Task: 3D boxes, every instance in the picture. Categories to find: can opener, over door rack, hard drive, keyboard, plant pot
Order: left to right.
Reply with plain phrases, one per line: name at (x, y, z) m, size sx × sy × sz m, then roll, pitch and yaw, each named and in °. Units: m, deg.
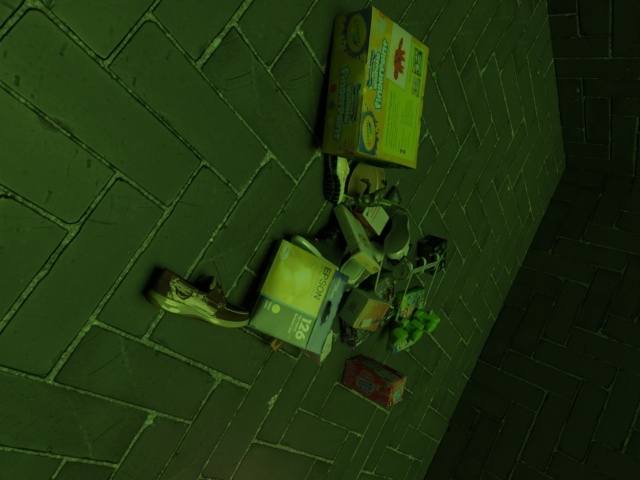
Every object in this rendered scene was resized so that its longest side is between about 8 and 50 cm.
plant pot at (0.173, -0.212, 1.755) m, size 0.236 × 0.032 × 0.237 m, roll -20°, pitch 118°, yaw -43°
keyboard at (0.258, 0.103, 1.903) m, size 0.072 × 0.014 × 0.256 m, roll 95°, pitch 11°, yaw -58°
hard drive at (0.302, -0.157, 1.928) m, size 0.135 × 0.022 × 0.094 m, roll -53°, pitch 137°, yaw -20°
can opener at (0.385, 0.059, 2.082) m, size 0.186 × 0.073 × 0.059 m, roll -40°, pitch 124°, yaw -44°
over door rack at (0.453, 0.227, 2.144) m, size 0.239 × 0.108 × 0.325 m, roll -13°, pitch 115°, yaw -39°

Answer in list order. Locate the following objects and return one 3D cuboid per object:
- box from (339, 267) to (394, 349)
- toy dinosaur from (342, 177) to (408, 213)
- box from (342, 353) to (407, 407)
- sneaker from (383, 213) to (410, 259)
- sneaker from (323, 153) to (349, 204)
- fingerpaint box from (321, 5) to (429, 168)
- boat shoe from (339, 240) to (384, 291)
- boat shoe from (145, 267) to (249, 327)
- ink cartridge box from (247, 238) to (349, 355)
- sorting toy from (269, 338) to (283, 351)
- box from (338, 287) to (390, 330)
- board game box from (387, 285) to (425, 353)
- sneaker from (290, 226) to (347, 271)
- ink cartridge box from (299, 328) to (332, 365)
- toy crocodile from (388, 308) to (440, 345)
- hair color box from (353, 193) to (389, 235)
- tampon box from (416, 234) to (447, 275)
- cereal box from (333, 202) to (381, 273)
box at (0.211, 0.295, 1.958) m, size 0.307 × 0.076 × 0.243 m, roll -31°, pitch 126°, yaw -38°
toy dinosaur at (0.201, -0.172, 1.670) m, size 0.267 × 0.064 × 0.118 m, roll 6°, pitch 82°, yaw -7°
box at (0.239, 0.620, 1.976) m, size 0.128 × 0.256 × 0.123 m, roll -1°, pitch 103°, yaw -48°
sneaker at (0.341, 0.030, 1.924) m, size 0.293 × 0.107 × 0.169 m, roll -62°, pitch 149°, yaw -51°
sneaker at (0.069, -0.232, 1.591) m, size 0.094 × 0.081 × 0.209 m, roll -17°, pitch 117°, yaw -46°
fingerpaint box at (0.197, -0.495, 1.536) m, size 0.370 × 0.163 × 0.446 m, roll 1°, pitch 95°, yaw -49°
boat shoe at (0.163, 0.102, 1.813) m, size 0.305 × 0.109 × 0.091 m, roll -38°, pitch 155°, yaw -45°
boat shoe at (-0.324, 0.161, 1.272) m, size 0.341 × 0.123 × 0.123 m, roll 28°, pitch 84°, yaw -44°
ink cartridge box at (-0.063, 0.197, 1.494) m, size 0.307 × 0.072 × 0.304 m, roll 26°, pitch 75°, yaw -19°
sorting toy at (-0.077, 0.249, 1.617) m, size 0.347 × 0.047 × 0.196 m, roll -43°, pitch 148°, yaw -31°
box at (0.177, 0.277, 1.767) m, size 0.170 × 0.091 × 0.130 m, roll 21°, pitch 100°, yaw -48°
board game box at (0.442, 0.406, 2.289) m, size 0.213 × 0.046 × 0.318 m, roll -9°, pitch 111°, yaw -47°
sneaker at (0.000, 0.000, 1.594) m, size 0.295 × 0.104 × 0.147 m, roll 36°, pitch 72°, yaw -52°
ink cartridge box at (-0.021, 0.374, 1.658) m, size 0.067 × 0.115 × 0.198 m, roll -42°, pitch 153°, yaw -32°
toy crocodile at (0.478, 0.437, 2.220) m, size 0.340 × 0.115 × 0.105 m, roll -16°, pitch 135°, yaw -42°
hair color box at (0.203, -0.103, 1.765) m, size 0.093 × 0.053 × 0.167 m, roll -59°, pitch 140°, yaw -14°
tampon box at (0.565, 0.073, 2.253) m, size 0.120 × 0.101 × 0.161 m, roll -25°, pitch 123°, yaw -40°
cereal box at (0.137, -0.006, 1.654) m, size 0.047 × 0.240 × 0.173 m, roll -32°, pitch 143°, yaw 15°
